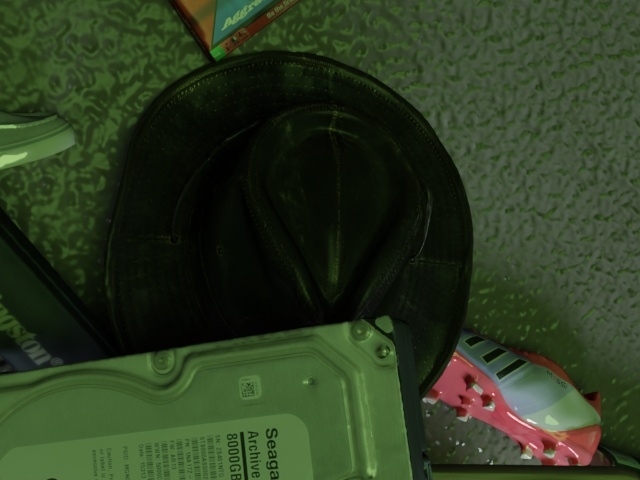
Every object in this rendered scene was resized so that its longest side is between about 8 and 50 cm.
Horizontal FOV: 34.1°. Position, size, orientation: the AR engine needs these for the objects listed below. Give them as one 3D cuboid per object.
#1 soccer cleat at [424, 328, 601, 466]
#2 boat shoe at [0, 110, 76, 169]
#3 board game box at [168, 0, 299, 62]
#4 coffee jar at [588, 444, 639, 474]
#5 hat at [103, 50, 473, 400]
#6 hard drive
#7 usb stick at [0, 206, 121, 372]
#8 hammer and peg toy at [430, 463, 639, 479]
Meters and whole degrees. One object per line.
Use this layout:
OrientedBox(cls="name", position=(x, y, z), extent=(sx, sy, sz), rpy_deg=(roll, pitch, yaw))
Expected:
OrientedBox(cls="soccer cleat", position=(0.172, 0.130, 0.977), extent=(0.248, 0.083, 0.095), rpy_deg=(36, 58, -22))
OrientedBox(cls="boat shoe", position=(-0.269, -0.080, 0.736), extent=(0.184, 0.066, 0.063), rpy_deg=(-7, 107, -11))
OrientedBox(cls="board game box", position=(-0.013, -0.280, 0.809), extent=(0.281, 0.027, 0.145), rpy_deg=(-39, 114, -10))
OrientedBox(cls="coffee jar", position=(0.337, 0.272, 1.073), extent=(0.184, 0.079, 0.096), rpy_deg=(17, 93, -25))
OrientedBox(cls="hat", position=(0.000, 0.000, 0.775), extent=(0.331, 0.134, 0.332), rpy_deg=(3, 80, -19))
OrientedBox(cls="hard drive", position=(-0.094, 0.188, 0.682), extent=(0.338, 0.064, 0.237), rpy_deg=(-9, 80, 15))
OrientedBox(cls="usb stick", position=(-0.225, 0.039, 0.754), extent=(0.077, 0.045, 0.278), rpy_deg=(-28, 129, 4))
OrientedBox(cls="hammer and peg toy", position=(0.051, 0.291, 0.754), extent=(0.361, 0.127, 0.266), rpy_deg=(-3, 96, 12))
